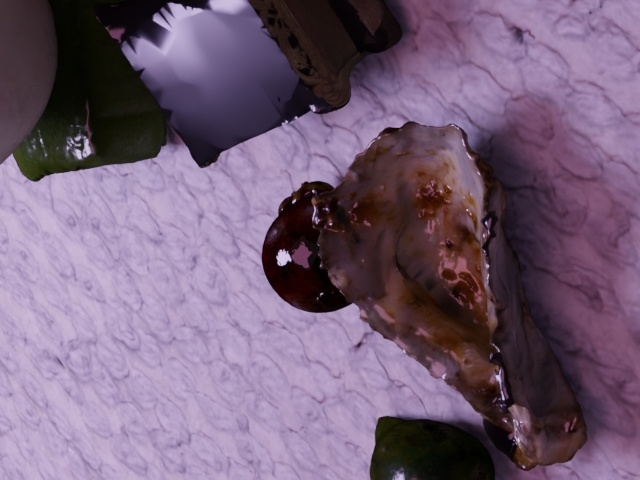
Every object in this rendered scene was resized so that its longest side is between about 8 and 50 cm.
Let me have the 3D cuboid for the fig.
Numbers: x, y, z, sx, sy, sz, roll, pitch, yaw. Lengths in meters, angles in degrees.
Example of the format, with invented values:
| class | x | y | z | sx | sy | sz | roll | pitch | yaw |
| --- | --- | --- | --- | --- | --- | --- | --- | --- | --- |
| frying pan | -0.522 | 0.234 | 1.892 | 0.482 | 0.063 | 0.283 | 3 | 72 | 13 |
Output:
| class | x | y | z | sx | sy | sz | roll | pitch | yaw |
| --- | --- | --- | --- | --- | --- | --- | --- | --- | --- |
| fig | 0.090 | 0.220 | 1.718 | 0.177 | 0.117 | 0.117 | 36 | 129 | 46 |

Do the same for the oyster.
| class | x | y | z | sx | sy | sz | roll | pitch | yaw |
| --- | --- | --- | --- | --- | --- | --- | --- | --- | --- |
| oyster | 0.135 | 0.053 | 1.580 | 0.198 | 0.133 | 0.337 | -37 | 79 | 45 |

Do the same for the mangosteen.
| class | x | y | z | sx | sy | sz | roll | pitch | yaw |
| --- | --- | --- | --- | --- | --- | --- | --- | --- | --- |
| mangosteen | 0.000 | 0.000 | 1.722 | 0.140 | 0.140 | 0.140 | 19 | 118 | 41 |

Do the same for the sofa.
| class | x | y | z | sx | sy | sz | roll | pitch | yaw |
| --- | --- | --- | --- | --- | --- | --- | --- | --- | --- |
| sofa | -0.056 | -0.215 | 1.693 | 0.258 | 0.182 | 0.200 | -21 | 106 | 48 |

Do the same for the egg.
| class | x | y | z | sx | sy | sz | roll | pitch | yaw |
| --- | --- | --- | --- | --- | --- | --- | --- | --- | --- |
| egg | -0.367 | -0.192 | 1.783 | 0.337 | 0.201 | 0.337 | 171 | 90 | -73 |

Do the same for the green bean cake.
| class | x | y | z | sx | sy | sz | roll | pitch | yaw |
| --- | --- | --- | --- | --- | --- | --- | --- | --- | --- |
| green bean cake | -0.273 | -0.192 | 1.930 | 0.222 | 0.125 | 0.248 | 1 | 100 | 46 |
